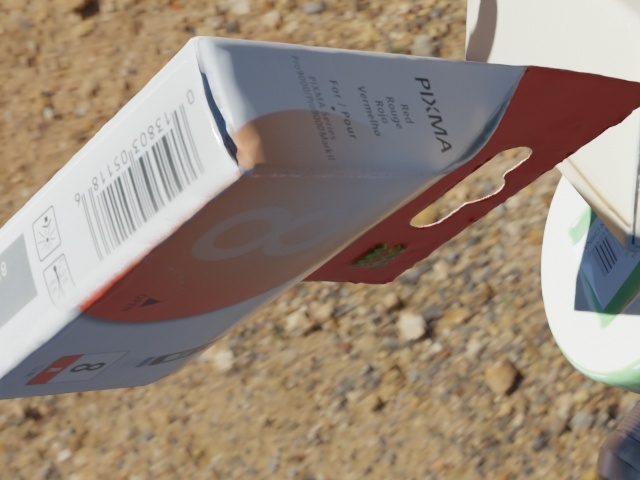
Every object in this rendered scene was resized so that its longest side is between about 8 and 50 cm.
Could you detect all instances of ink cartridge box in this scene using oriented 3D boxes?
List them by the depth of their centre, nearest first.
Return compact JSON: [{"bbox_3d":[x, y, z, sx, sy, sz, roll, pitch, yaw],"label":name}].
[{"bbox_3d":[0.000,0.000,0.524,0.145,0.179,0.045,-37,60,43],"label":"ink cartridge box"}]

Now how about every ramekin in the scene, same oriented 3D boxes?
[{"bbox_3d":[0.339,0.010,1.686,0.303,0.148,0.303,-36,48,56],"label":"ramekin"}]

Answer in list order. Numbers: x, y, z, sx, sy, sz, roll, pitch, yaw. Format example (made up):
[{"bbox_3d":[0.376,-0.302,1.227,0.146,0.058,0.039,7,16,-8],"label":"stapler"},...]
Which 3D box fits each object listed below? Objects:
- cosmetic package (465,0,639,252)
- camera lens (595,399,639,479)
[{"bbox_3d":[0.192,-0.104,0.957,0.160,0.309,0.113,-1,112,-9],"label":"cosmetic package"},{"bbox_3d":[0.336,0.130,1.186,0.219,0.219,0.274,40,88,13],"label":"camera lens"}]
